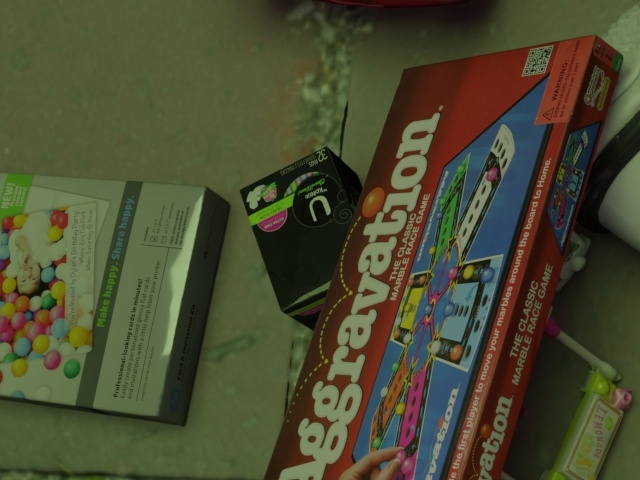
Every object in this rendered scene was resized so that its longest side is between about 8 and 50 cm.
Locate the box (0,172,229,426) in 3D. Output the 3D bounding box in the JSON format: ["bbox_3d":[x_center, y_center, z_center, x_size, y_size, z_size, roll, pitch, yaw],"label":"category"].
[{"bbox_3d":[-0.159,0.032,0.918,0.186,0.038,0.145,5,75,25],"label":"box"}]

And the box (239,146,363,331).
[{"bbox_3d":[0.000,0.000,0.854,0.062,0.052,0.083,-26,66,14],"label":"box"}]

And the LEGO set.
[{"bbox_3d":[0.065,0.120,0.783,0.287,0.107,0.132,-53,27,4],"label":"LEGO set"}]

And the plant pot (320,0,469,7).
[{"bbox_3d":[0.006,-0.228,0.857,0.174,0.191,0.191,-1,73,31],"label":"plant pot"}]

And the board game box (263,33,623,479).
[{"bbox_3d":[0.053,0.035,0.725,0.145,0.027,0.281,-3,64,54],"label":"board game box"}]

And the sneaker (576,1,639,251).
[{"bbox_3d":[0.294,-0.105,0.725,0.366,0.137,0.210,-49,63,7],"label":"sneaker"}]
